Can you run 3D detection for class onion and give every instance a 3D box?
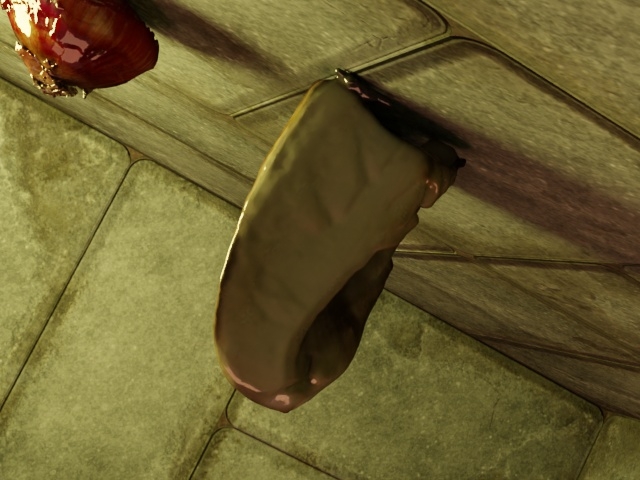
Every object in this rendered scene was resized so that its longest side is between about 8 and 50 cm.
[{"bbox_3d":[-0.335,-0.271,1.634,0.230,0.163,0.230,34,178,1],"label":"onion"}]

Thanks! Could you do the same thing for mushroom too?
[{"bbox_3d":[-0.013,0.016,1.586,0.224,0.397,0.313,29,175,-5],"label":"mushroom"}]
